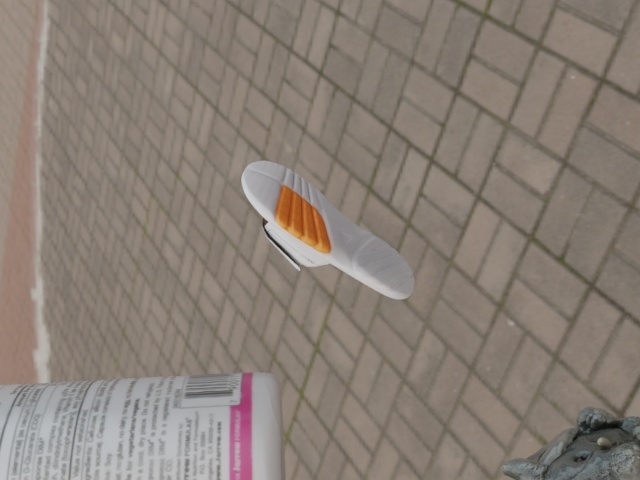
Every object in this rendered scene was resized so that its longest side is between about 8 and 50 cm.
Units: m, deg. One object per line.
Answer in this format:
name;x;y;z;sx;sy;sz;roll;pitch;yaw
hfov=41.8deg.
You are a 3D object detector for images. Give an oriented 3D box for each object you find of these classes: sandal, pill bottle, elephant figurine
sandal;-0.003;0.007;1.071;0.265;0.102;0.076;37;129;-8
pill bottle;-0.164;0.175;0.556;0.160;0.283;0.160;177;90;-88
elephant figurine;0.290;0.271;0.935;0.169;0.239;0.186;18;99;36
